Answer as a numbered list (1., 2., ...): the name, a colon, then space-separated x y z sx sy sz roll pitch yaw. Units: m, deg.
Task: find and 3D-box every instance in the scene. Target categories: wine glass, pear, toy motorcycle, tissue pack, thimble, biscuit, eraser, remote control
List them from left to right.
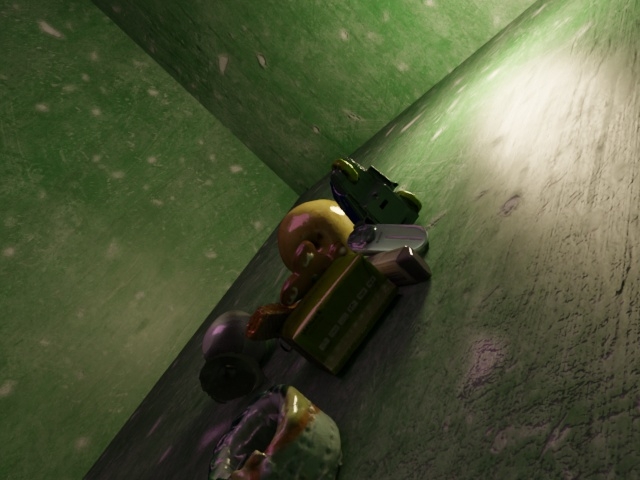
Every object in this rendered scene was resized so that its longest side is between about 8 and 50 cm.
1. wine glass: -0.303 0.390 1.733 0.238 0.238 0.323 -44 21 13
2. thimble: -0.089 0.427 0.969 0.254 0.167 0.288 -52 11 -17
3. biscuit: -0.090 0.229 1.433 0.094 0.054 0.379 -64 -25 7
4. pear: 0.000 0.000 1.776 0.309 0.309 0.309 -45 12 12
5. biscuit: 0.023 0.105 1.462 0.047 0.340 0.216 23 93 36
6. tissue pack: 0.040 0.187 1.293 0.274 0.167 0.200 -51 10 -16
7. toy motorcycle: 0.143 -0.125 1.577 0.191 0.326 0.200 -50 10 -17
8. eraser: 0.181 0.080 1.346 0.061 0.089 0.352 -50 12 -25
9. remote control: 0.190 0.003 1.411 0.247 0.052 0.104 3 50 34

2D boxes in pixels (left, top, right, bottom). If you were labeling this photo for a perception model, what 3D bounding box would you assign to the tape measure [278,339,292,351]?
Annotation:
1. tape measure: -0.108 0.297 1.692 0.104 0.107 0.179 5 64 27
